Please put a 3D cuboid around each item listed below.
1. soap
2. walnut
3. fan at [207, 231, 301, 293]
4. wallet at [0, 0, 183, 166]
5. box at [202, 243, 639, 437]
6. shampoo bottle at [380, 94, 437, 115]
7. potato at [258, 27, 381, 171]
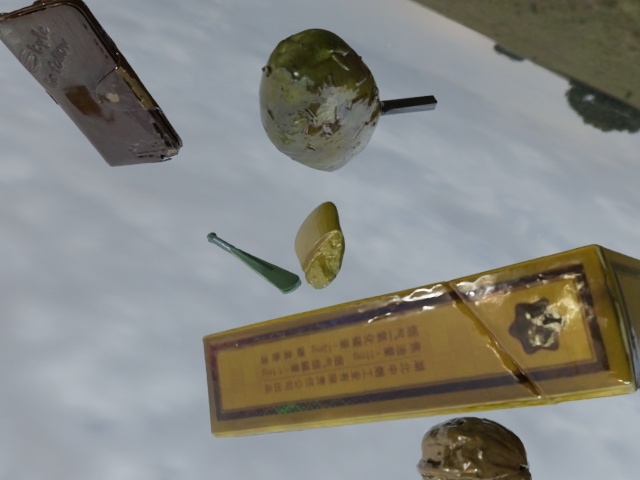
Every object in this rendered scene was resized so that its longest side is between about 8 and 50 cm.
[{"bbox_3d":[0.000,0.000,0.888,0.033,0.089,0.168,30,-166,-21],"label":"soap"},{"bbox_3d":[0.297,0.441,1.270,0.198,0.245,0.198,12,-110,-36],"label":"walnut"},{"bbox_3d":[-0.108,0.030,0.993,0.193,0.016,0.038,27,-133,33],"label":"fan"},{"bbox_3d":[-0.199,-0.130,0.573,0.095,0.176,0.026,-4,-128,20],"label":"wallet"},{"bbox_3d":[0.088,0.083,0.482,0.193,0.302,0.083,8,-110,-53],"label":"box"},{"bbox_3d":[0.134,-0.231,1.123,0.137,0.027,0.048,-10,-171,-18],"label":"shampoo bottle"},{"bbox_3d":[0.004,-0.191,0.969,0.298,0.176,0.141,55,-161,-64],"label":"potato"}]
